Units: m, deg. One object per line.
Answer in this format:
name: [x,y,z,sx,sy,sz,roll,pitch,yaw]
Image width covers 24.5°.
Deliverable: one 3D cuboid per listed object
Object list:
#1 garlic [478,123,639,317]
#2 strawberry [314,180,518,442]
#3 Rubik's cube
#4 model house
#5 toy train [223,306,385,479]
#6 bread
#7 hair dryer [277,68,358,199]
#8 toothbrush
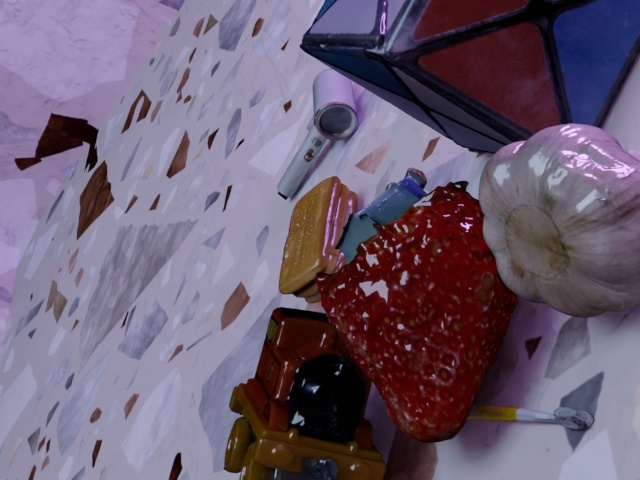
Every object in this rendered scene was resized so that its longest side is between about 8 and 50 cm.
garlic: [0.293,-0.038,1.550,0.212,0.218,0.218,-32,0,-36]
strawberry: [0.130,0.079,1.719,0.261,0.258,0.261,-39,-7,-6]
Rubik's cube: [0.194,-0.288,1.815,0.305,0.307,0.310,-63,22,2]
model house: [0.115,-0.023,2.011,0.149,0.119,0.148,-48,-12,-29]
toy train: [-0.019,0.214,1.873,0.369,0.163,0.232,-149,71,-80]
bread: [0.000,0.000,2.261,0.116,0.077,0.200,-44,27,44]
hair dryer: [-0.010,-0.167,2.512,0.131,0.073,0.236,-95,28,-55]
toothbrush: [0.208,0.193,1.639,0.288,0.024,0.021,-10,54,64]
